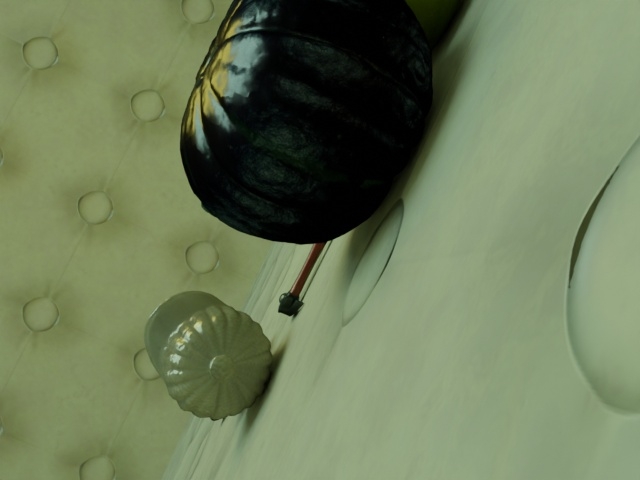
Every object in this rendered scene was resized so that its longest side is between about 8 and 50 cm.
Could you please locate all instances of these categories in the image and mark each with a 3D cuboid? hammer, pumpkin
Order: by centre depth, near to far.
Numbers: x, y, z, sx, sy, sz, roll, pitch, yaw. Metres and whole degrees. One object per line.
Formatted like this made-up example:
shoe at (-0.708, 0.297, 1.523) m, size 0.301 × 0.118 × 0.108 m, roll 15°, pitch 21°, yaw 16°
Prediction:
pumpkin at (-0.022, -0.173, 0.842) m, size 0.363 × 0.266 × 0.363 m, roll -58°, pitch 20°, yaw 35°
hammer at (0.001, 0.000, 1.122) m, size 0.287 × 0.033 × 0.111 m, roll -63°, pitch 6°, yaw 8°

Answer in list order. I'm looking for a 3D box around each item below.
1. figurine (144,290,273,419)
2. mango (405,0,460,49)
figurine at (-0.157, 0.214, 1.150) m, size 0.185 × 0.204 × 0.332 m, roll -67°, pitch -22°, yaw -13°
mango at (0.120, -0.343, 0.981) m, size 0.273 × 0.149 × 0.185 m, roll 115°, pitch 167°, yaw -54°
